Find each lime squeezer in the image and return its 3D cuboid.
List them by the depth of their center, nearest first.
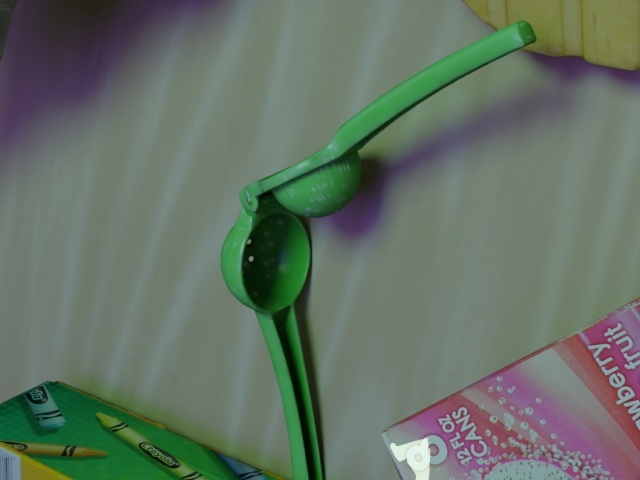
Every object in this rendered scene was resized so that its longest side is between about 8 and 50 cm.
[{"bbox_3d":[0.000,0.000,0.594,0.110,0.059,0.310,51,134,35],"label":"lime squeezer"}]

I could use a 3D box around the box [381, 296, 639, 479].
[{"bbox_3d":[0.156,0.178,0.410,0.154,0.142,0.300,-27,67,-2],"label":"box"}]

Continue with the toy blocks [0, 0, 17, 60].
[{"bbox_3d":[-0.182,-0.283,0.578,0.381,0.191,0.260,126,144,-53],"label":"toy blocks"}]

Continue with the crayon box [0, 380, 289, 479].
[{"bbox_3d":[-0.089,0.208,0.685,0.279,0.081,0.165,16,115,32],"label":"crayon box"}]

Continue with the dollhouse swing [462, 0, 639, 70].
[{"bbox_3d":[0.087,-0.157,0.322,0.347,0.315,0.304,18,120,34],"label":"dollhouse swing"}]
